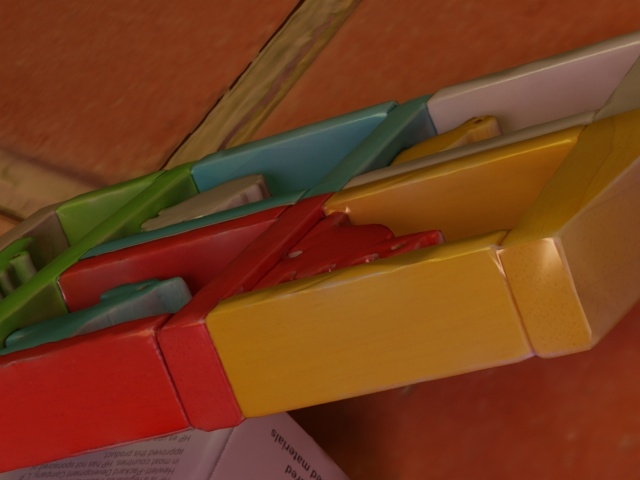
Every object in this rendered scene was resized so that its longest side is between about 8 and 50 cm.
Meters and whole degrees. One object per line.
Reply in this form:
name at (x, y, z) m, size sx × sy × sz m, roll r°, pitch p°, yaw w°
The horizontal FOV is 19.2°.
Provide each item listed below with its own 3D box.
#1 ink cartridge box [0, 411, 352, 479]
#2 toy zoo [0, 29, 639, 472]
ink cartridge box at (-0.082, 0.137, 0.505) m, size 0.140 × 0.082 × 0.190 m, roll -9°, pitch 46°, yaw 41°
toy zoo at (0.000, 0.000, 0.530) m, size 0.293 × 0.030 × 0.192 m, roll -14°, pitch 15°, yaw 26°
